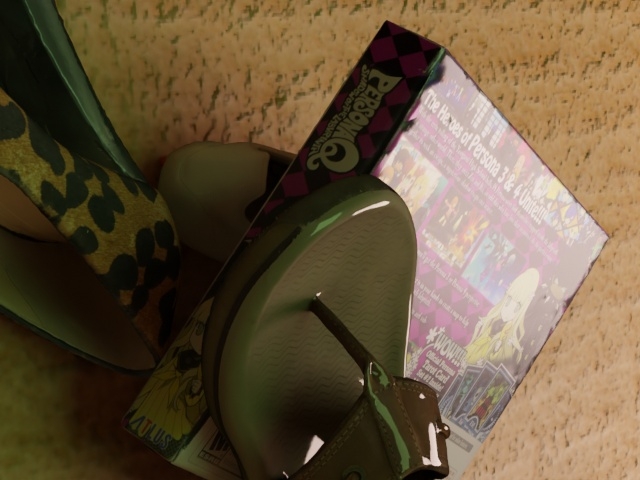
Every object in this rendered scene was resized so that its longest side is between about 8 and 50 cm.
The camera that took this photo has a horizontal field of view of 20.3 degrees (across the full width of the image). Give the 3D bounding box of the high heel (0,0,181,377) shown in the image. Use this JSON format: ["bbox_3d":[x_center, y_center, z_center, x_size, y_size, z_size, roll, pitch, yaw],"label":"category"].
[{"bbox_3d":[-0.141,0.011,0.666,0.261,0.093,0.186,-43,115,-55],"label":"high heel"}]

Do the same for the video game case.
[{"bbox_3d":[0.033,0.038,0.842,0.210,0.042,0.232,-57,146,-3],"label":"video game case"}]

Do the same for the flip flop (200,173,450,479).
[{"bbox_3d":[0.013,0.098,0.745,0.112,0.080,0.277,-24,128,-40],"label":"flip flop"}]

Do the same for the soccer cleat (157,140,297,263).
[{"bbox_3d":[0.000,0.000,0.868,0.196,0.076,0.068,24,69,-50],"label":"soccer cleat"}]
